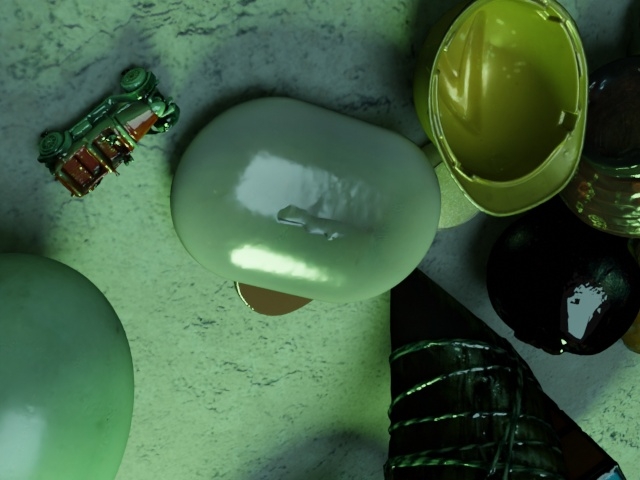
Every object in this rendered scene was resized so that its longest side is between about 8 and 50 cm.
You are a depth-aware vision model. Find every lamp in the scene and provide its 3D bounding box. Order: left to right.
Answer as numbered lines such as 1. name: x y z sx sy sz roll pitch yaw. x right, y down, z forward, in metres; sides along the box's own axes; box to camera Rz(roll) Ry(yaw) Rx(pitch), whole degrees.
1. lamp: 0.404 -0.118 1.135 0.247 0.247 0.247 -16 127 -22

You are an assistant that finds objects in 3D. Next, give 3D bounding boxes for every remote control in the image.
1. remote control: -0.009 -0.040 1.038 0.332 0.103 0.221 14 107 -29

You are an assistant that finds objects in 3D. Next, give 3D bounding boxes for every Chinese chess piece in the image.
1. Chinese chess piece: 0.161 -0.072 1.167 0.122 0.051 0.122 -15 127 -20

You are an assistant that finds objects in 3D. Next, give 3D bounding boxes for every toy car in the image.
1. toy car: -0.209 -0.106 0.918 0.143 0.054 0.073 -38 133 -2

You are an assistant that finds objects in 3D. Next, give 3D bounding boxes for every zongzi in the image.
1. zongzi: 0.175 0.213 1.212 0.319 0.383 0.362 -24 119 35

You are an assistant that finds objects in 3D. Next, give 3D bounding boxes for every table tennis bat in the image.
1. table tennis bat: 0.000 0.000 1.142 0.246 0.022 0.138 -39 132 0

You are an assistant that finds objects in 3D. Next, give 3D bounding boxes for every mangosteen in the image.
1. mangosteen: 0.338 0.041 1.252 0.243 0.243 0.243 -16 127 -22

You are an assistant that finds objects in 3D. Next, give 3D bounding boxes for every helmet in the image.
1. helmet: 0.188 -0.170 1.053 0.205 0.140 0.257 -24 118 -14

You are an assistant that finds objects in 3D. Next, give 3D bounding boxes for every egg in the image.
1. egg: -0.334 0.190 0.894 0.276 0.276 0.389 20 109 -39

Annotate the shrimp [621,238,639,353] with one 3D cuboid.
1. shrimp: 0.600 0.005 1.466 0.272 0.085 0.445 -25 133 -21

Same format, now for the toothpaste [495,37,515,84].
1. toothpaste: 0.244 -0.192 1.140 0.078 0.047 0.248 -15 125 -14

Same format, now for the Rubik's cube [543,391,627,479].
1. Rubik's cube: 0.319 0.433 1.401 0.283 0.293 0.288 -34 116 -1

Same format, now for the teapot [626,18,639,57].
1. teapot: 0.538 -0.321 1.158 0.239 0.321 0.239 8 76 -15
